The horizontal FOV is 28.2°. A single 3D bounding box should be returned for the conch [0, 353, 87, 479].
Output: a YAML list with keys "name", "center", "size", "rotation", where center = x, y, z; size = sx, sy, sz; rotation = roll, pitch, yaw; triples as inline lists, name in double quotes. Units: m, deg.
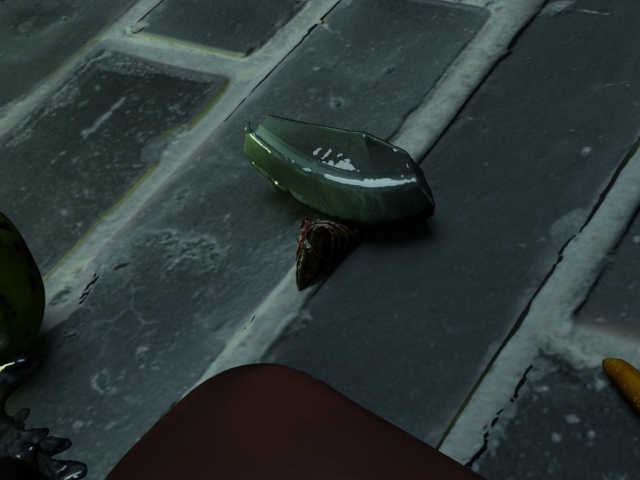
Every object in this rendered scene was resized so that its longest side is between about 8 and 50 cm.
- name: "conch"
  center: [-0.342, 0.202, 1.020]
  size: [0.313, 0.240, 0.186]
  rotation: [-20, 76, 9]

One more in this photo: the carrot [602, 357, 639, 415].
- name: "carrot"
  center: [0.293, 0.151, 1.063]
  size: [0.037, 0.037, 0.190]
  rotation: [-27, 42, -16]

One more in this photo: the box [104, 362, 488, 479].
- name: "box"
  center: [0.007, 0.250, 0.968]
  size: [0.404, 0.108, 0.263]
  rotation: [28, 58, 37]

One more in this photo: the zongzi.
- name: "zongzi"
  center: [0.000, 0.000, 1.279]
  size: [0.067, 0.073, 0.083]
  rotation: [20, 50, 8]

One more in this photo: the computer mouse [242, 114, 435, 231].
- name: "computer mouse"
  center: [0.011, -0.059, 1.314]
  size: [0.231, 0.126, 0.071]
  rotation: [15, 68, 24]

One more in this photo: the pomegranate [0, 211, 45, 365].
- name: "pomegranate"
  center: [-0.378, 0.070, 1.217]
  size: [0.211, 0.211, 0.263]
  rotation: [13, 72, 26]
